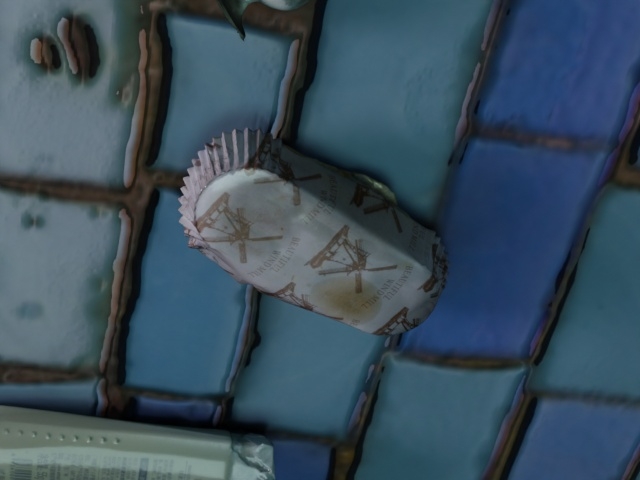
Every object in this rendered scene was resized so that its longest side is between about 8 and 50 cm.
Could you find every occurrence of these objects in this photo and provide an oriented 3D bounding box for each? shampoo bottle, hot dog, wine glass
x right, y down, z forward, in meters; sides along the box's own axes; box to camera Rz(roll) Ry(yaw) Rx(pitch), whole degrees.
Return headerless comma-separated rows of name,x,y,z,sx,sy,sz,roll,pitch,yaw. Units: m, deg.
shampoo bottle,-0.139,0.152,0.850,0.213,0.049,0.072,7,121,-11
hot dog,0.000,0.000,0.755,0.192,0.053,0.099,26,120,-26
wine glass,-0.018,-0.146,0.658,0.083,0.042,0.039,-29,162,11
